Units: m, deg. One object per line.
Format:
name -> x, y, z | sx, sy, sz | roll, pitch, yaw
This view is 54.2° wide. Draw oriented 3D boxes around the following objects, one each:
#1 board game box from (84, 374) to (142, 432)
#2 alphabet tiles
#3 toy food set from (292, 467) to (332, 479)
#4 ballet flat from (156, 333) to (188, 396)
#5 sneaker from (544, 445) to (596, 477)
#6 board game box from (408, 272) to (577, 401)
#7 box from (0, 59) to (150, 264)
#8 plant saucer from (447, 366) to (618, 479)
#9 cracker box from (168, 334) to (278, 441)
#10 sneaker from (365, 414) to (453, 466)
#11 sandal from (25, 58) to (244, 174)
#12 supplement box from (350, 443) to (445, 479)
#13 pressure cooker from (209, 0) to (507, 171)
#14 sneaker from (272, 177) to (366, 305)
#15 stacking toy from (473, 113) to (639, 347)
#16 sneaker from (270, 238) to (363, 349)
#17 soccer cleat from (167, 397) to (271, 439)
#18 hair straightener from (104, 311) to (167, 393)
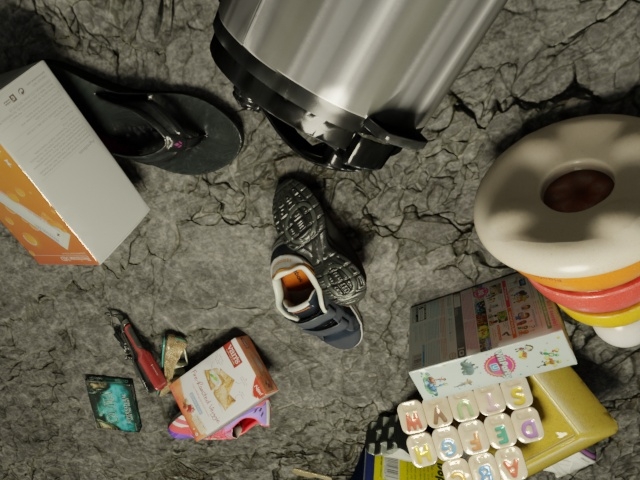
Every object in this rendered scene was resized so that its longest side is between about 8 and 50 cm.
board game box -> -0.558, 0.443, 1.692 | 0.126, 0.026, 0.186 | 4, 123, 5
alphabet tiles -> 0.314, 0.381, 1.327 | 0.284, 0.021, 0.277 | -17, 78, 12
toy food set -> -0.041, 0.738, 1.796 | 0.133, 0.038, 0.192 | 12, 123, 0
ballet flat -> -0.368, 0.319, 1.564 | 0.067, 0.073, 0.206 | 7, 128, -13
sneaker -> 0.517, 0.487, 1.512 | 0.305, 0.114, 0.152 | 34, 119, -13
board game box -> 0.339, 0.189, 1.286 | 0.304, 0.224, 0.097 | -21, 116, 21
box -> -0.529, -0.132, 1.184 | 0.215, 0.168, 0.345 | -2, 132, 36
plant saucer -> 0.414, 0.375, 1.393 | 0.333, 0.081, 0.332 | -42, 81, 28
cracker box -> -0.236, 0.355, 1.505 | 0.232, 0.067, 0.155 | -37, 73, 17
sneaker -> 0.250, 0.474, 1.503 | 0.146, 0.122, 0.330 | 20, 157, -18
sandal -> -0.372, -0.217, 1.200 | 0.446, 0.107, 0.167 | 14, 123, 0
supplement box -> 0.262, 0.691, 1.631 | 0.357, 0.195, 0.194 | 14, 123, -1
pressure cooker -> 0.039, -0.326, 0.919 | 0.376, 0.369, 0.420 | 29, 118, -6
sneaker -> 0.000, 0.000, 1.287 | 0.109, 0.130, 0.286 | -30, 91, 16
stacking toy -> 0.512, 0.042, 1.154 | 0.351, 0.350, 0.480 | -19, 132, 19
sneaker -> -0.014, 0.148, 1.371 | 0.126, 0.127, 0.321 | -26, 117, 20
soccer cleat -> -0.262, 0.462, 1.593 | 0.318, 0.116, 0.109 | -27, 148, 20
hair straightener -> -0.465, 0.274, 1.527 | 0.089, 0.047, 0.230 | -28, 98, 37
